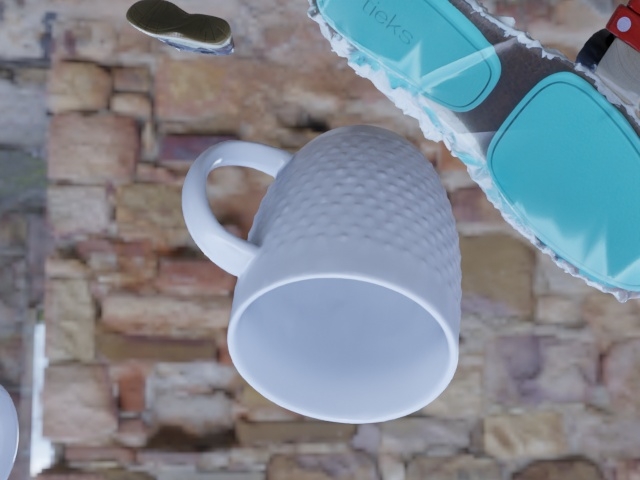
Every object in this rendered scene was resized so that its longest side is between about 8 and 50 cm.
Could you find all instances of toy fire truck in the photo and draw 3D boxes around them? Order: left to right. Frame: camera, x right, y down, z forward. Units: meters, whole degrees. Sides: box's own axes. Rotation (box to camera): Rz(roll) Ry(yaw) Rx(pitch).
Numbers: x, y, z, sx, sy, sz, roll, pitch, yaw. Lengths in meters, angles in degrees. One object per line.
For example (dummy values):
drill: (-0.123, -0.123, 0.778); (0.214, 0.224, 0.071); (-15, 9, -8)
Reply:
toy fire truck: (0.412, -0.222, 1.316); (0.158, 0.246, 0.217); (42, -157, 28)

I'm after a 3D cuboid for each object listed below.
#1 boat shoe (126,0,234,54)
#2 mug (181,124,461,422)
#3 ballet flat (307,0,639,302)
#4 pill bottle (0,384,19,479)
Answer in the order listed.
boat shoe: (-0.178, -0.264, 1.659); (0.152, 0.056, 0.049); (22, 156, 24)
mug: (0.000, 0.000, 1.648); (0.374, 0.328, 0.276); (25, 133, -15)
ballet flat: (0.164, -0.123, 1.148); (0.147, 0.409, 0.147); (-44, 174, -6)
pill bottle: (-0.579, 0.248, 1.733); (0.334, 0.187, 0.188); (4, 174, 32)
